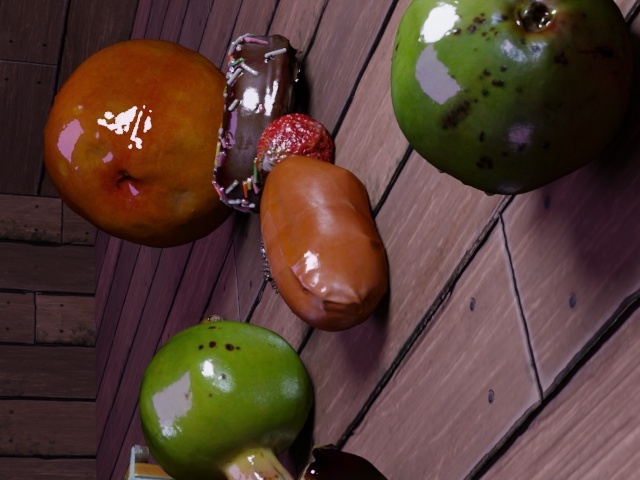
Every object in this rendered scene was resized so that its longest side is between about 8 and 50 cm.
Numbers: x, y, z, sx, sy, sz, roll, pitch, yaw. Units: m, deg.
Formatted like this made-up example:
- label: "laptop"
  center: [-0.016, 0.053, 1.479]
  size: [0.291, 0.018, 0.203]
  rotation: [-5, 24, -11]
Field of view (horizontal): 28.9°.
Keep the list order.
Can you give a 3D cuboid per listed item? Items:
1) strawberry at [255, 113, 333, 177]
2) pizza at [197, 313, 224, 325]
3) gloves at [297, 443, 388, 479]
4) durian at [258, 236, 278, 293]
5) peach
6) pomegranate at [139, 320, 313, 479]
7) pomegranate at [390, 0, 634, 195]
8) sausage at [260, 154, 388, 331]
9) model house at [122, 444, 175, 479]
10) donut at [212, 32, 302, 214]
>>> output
- label: "strawberry"
  center: [-0.035, -0.113, 1.595]
  size: [0.106, 0.106, 0.106]
  rotation: [-176, 90, -73]
- label: "pizza"
  center: [-0.189, 0.221, 2.110]
  size: [0.147, 0.069, 0.226]
  rotation: [-59, 27, 12]
- label: "gloves"
  center: [-0.038, 0.343, 1.381]
  size: [0.141, 0.154, 0.331]
  rotation: [50, 137, 7]
- label: "durian"
  center: [-0.038, 0.014, 1.599]
  size: [0.188, 0.091, 0.148]
  rotation: [-162, 77, -75]
- label: "peach"
  center: [-0.271, -0.149, 1.993]
  size: [0.301, 0.343, 0.343]
  rotation: [-68, -12, -71]
- label: "pomegranate"
  center: [-0.110, 0.248, 1.602]
  size: [0.236, 0.236, 0.302]
  rotation: [113, 143, -47]
- label: "pomegranate"
  center: [0.139, -0.112, 0.937]
  size: [0.224, 0.181, 0.181]
  rotation: [82, -174, -70]
- label: "sausage"
  center: [-0.003, 0.000, 1.427]
  size: [0.258, 0.133, 0.133]
  rotation: [-105, 25, -46]
- label: "model house"
  center: [-0.207, 0.450, 1.852]
  size: [0.215, 0.224, 0.198]
  rotation: [-97, 22, -44]
- label: "donut"
  center: [-0.094, -0.168, 1.760]
  size: [0.270, 0.103, 0.269]
  rotation: [-171, 90, -83]
